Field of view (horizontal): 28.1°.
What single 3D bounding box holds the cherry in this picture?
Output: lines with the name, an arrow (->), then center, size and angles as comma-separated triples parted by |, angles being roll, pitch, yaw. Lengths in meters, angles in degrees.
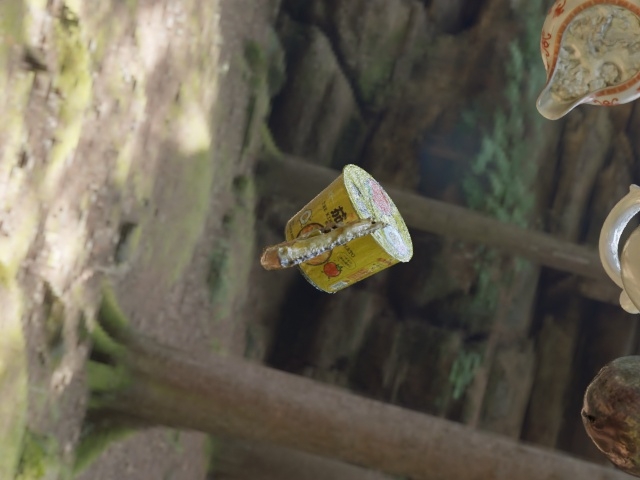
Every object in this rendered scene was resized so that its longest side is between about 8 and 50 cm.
cherry -> 0.493, 0.262, 1.953 | 0.195, 0.195, 0.195 | 15, 90, -86

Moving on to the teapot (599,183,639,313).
teapot -> 0.368, 0.027, 1.160 | 0.204, 0.298, 0.139 | 22, 84, -43

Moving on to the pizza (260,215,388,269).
pizza -> 0.000, 0.000, 1.679 | 0.184, 0.176, 0.036 | -27, 97, -76

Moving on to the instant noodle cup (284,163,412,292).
instant noodle cup -> 0.039, -0.008, 2.058 | 0.144, 0.182, 0.182 | -35, -167, 22

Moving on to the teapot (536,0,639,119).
teapot -> 0.360, -0.255, 1.573 | 0.116, 0.159, 0.245 | -32, 159, -55
